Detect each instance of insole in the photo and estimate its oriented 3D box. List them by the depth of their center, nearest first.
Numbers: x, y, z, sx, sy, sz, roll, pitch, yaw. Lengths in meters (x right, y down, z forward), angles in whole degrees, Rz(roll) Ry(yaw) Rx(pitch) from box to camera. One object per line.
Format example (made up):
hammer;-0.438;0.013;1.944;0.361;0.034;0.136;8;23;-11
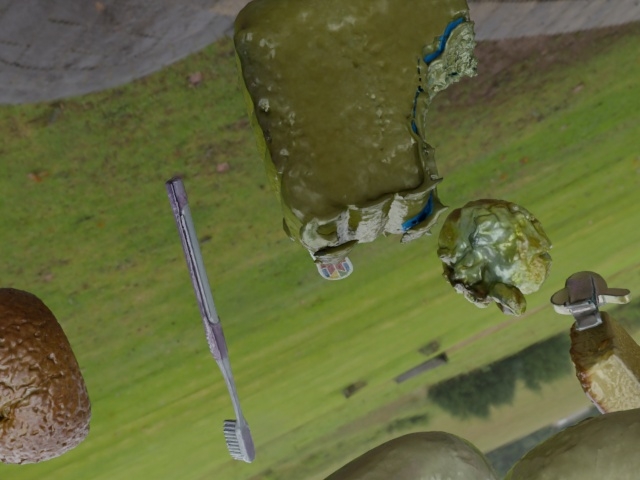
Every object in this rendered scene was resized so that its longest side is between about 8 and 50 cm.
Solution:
insole;0.000;0.000;1.194;0.065;0.006;0.193;-16;138;10

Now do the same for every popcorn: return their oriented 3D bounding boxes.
popcorn;0.286;0.032;1.382;0.197;0.213;0.198;5;148;3

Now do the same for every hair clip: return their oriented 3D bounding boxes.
hair clip;0.544;0.113;1.703;0.159;0.071;0.218;-15;-166;19

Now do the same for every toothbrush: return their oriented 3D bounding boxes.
toothbrush;-0.127;0.099;0.953;0.029;0.354;0.024;-4;-160;24

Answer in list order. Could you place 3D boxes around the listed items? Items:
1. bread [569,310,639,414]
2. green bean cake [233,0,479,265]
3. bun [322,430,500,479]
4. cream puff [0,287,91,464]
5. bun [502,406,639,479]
bread;0.601;0.287;1.633;0.114;0.275;0.185;-37;-168;23
green bean cake;0.062;-0.137;0.966;0.284;0.310;0.202;-13;165;-7
bun;0.123;0.440;1.164;0.360;0.213;0.361;-7;118;-13
cream puff;-0.508;0.225;1.351;0.212;0.303;0.303;-25;164;-31
bun;0.191;0.188;0.436;0.222;0.128;0.222;5;130;6
